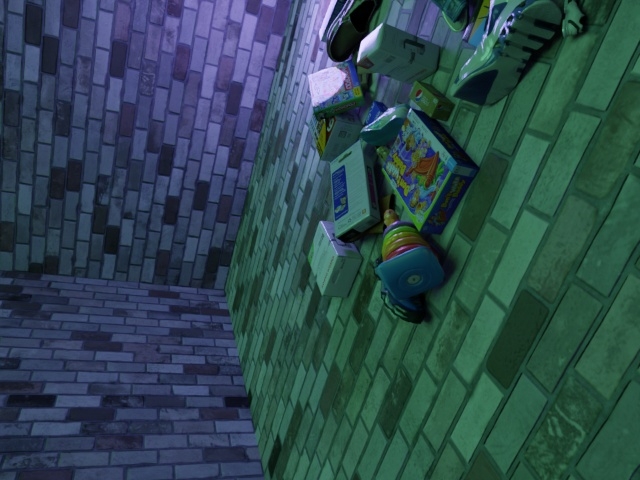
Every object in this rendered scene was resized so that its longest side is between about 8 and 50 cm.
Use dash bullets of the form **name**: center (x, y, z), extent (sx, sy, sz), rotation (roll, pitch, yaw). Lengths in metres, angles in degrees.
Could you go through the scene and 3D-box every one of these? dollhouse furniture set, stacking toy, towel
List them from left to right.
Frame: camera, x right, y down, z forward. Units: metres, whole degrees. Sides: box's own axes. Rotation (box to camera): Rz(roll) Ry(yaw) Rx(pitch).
- **dollhouse furniture set**: center (0.219, -0.692, 1.969), extent (0.151, 0.123, 0.144), rotation (56, -147, -68)
- **stacking toy**: center (0.242, 0.009, 1.450), extent (0.165, 0.175, 0.302), rotation (-25, 40, 14)
- **towel**: center (0.371, -0.692, 1.411), extent (0.119, 0.029, 0.067), rotation (57, 144, 22)

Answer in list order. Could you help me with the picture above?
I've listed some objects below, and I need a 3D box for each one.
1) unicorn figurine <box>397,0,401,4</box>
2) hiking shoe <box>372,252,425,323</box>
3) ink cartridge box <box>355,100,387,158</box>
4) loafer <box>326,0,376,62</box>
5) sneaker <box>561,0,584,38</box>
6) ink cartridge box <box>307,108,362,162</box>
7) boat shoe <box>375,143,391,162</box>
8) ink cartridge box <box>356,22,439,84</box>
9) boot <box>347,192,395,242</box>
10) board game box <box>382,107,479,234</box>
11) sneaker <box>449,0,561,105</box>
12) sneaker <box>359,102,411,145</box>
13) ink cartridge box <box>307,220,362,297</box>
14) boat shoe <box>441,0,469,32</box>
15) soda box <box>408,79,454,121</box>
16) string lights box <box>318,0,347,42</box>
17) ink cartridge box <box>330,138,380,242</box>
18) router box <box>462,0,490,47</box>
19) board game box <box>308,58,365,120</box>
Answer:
- **unicorn figurine**: center (0.274, -0.981, 1.885), extent (0.111, 0.060, 0.162), rotation (-160, 79, -69)
- **hiking shoe**: center (0.247, 0.120, 1.502), extent (0.132, 0.113, 0.304), rotation (-64, 30, 30)
- **ink cartridge box**: center (0.199, -0.424, 1.899), extent (0.097, 0.046, 0.207), rotation (-109, 34, -46)
- **loafer**: center (0.131, -0.929, 2.124), extent (0.366, 0.133, 0.130), rotation (119, 150, -43)
- **sneaker**: center (0.552, -0.489, 1.064), extent (0.043, 0.040, 0.109), rotation (0, 71, 32)
- **ink cartridge box**: center (0.046, -0.489, 2.192), extent (0.310, 0.130, 0.272), rotation (-106, 31, -45)
- **boat shoe**: center (0.227, -0.327, 1.797), extent (0.135, 0.045, 0.050), rotation (-107, 32, -46)
- **ink cartridge box**: center (0.253, -0.602, 1.593), extent (0.158, 0.217, 0.092), rotation (178, 104, -68)
- **boot**: center (0.172, -0.133, 1.814), extent (0.280, 0.096, 0.264), rotation (-20, 51, 59)
- **board game box**: center (0.318, -0.216, 1.486), extent (0.347, 0.078, 0.233), rotation (-110, 34, -49)
- **sneaker**: center (0.454, -0.498, 1.212), extent (0.315, 0.127, 0.182), rotation (127, 155, -54)
- **sneaker**: center (0.233, -0.409, 1.737), extent (0.228, 0.087, 0.092), rotation (-14, 46, 50)
- **ink cartridge box**: center (0.052, 0.075, 2.001), extent (0.273, 0.114, 0.199), rotation (-115, 38, -54)
- **boat shoe**: center (0.399, -0.744, 1.451), extent (0.095, 0.079, 0.255), rotation (-23, 82, 53)
- **soda box**: center (0.342, -0.437, 1.523), extent (0.181, 0.061, 0.058), rotation (-111, 35, -50)
- **string lights box**: center (0.101, -1.027, 2.233), extent (0.260, 0.133, 0.077), rotation (121, 150, -43)
- **ink cartridge box**: center (0.121, -0.190, 1.817), extent (0.175, 0.069, 0.371), rotation (-33, 48, 37)
- **router box**: center (0.462, -0.603, 1.302), extent (0.133, 0.046, 0.179), rotation (-113, 37, -53)
- **board game box**: center (0.064, -0.648, 2.092), extent (0.046, 0.213, 0.317), rotation (61, -165, -45)
